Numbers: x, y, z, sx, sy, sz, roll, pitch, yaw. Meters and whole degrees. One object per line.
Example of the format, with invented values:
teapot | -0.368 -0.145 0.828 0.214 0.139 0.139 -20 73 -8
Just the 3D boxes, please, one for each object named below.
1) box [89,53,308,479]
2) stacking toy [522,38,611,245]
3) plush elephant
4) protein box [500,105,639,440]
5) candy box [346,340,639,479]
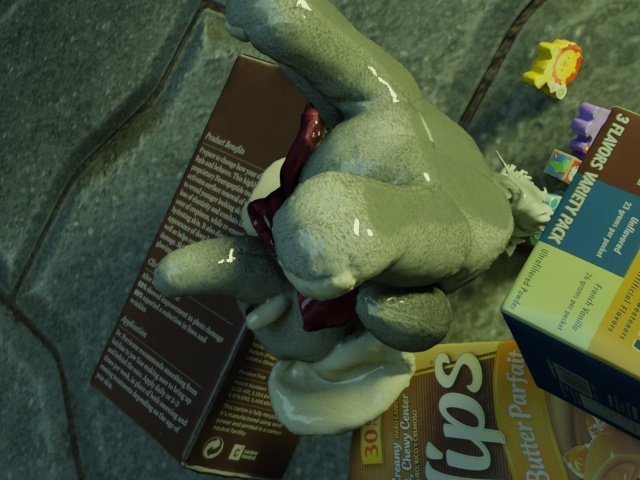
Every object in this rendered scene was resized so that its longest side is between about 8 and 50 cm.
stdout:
box | -0.064 0.024 1.040 0.191 0.143 0.382 27 94 45
stacking toy | 0.213 -0.052 0.881 0.167 0.052 0.221 35 100 46
plush elephant | 0.000 0.000 0.792 0.255 0.330 0.272 -37 55 29
protein box | 0.236 0.055 0.601 0.201 0.200 0.136 27 80 25
candy box | 0.168 0.174 0.801 0.316 0.087 0.183 -8 66 39
